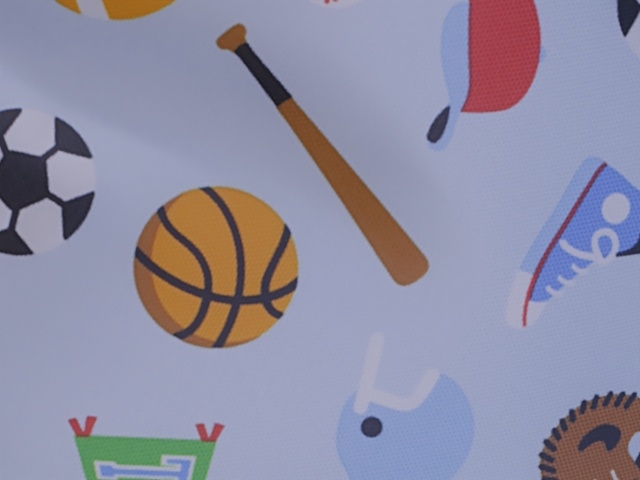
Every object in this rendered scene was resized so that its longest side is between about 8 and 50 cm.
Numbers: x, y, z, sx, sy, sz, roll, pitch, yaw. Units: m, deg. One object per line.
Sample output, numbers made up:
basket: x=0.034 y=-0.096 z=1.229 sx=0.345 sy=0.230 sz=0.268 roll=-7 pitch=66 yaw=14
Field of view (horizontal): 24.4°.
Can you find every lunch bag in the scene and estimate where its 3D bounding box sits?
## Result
lunch bag: x=0.000 y=0.000 z=0.562 sx=0.328 sy=0.385 sz=0.239 roll=-62 pitch=-154 yaw=8
